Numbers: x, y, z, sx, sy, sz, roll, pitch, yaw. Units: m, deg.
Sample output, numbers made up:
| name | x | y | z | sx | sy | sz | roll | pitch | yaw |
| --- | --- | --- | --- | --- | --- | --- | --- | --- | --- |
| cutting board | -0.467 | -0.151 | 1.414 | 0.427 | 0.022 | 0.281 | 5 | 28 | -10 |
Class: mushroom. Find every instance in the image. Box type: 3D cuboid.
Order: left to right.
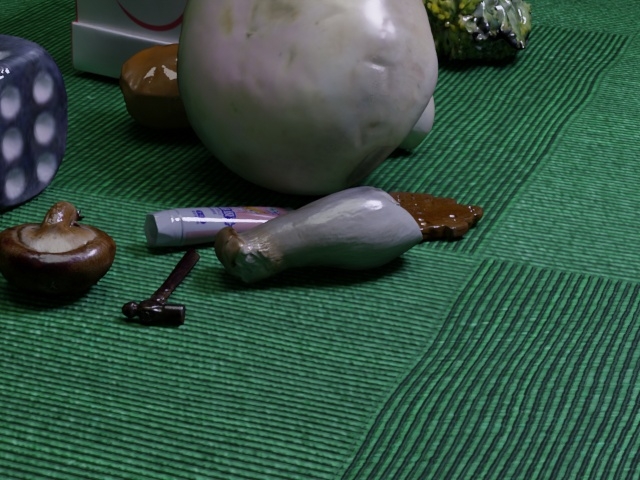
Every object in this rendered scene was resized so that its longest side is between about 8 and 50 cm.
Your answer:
| name | x | y | z | sx | sy | sz | roll | pitch | yaw |
| --- | --- | --- | --- | --- | --- | --- | --- | --- | --- |
| mushroom | -0.279 | 0.011 | 1.632 | 0.127 | 0.087 | 0.127 | 0 | 19 | 0 |
| mushroom | 0.000 | 0.000 | 1.689 | 0.225 | 0.093 | 0.116 | -20 | 15 | -23 |
| mushroom | 0.010 | -0.237 | 1.921 | 0.353 | 0.325 | 0.353 | 9 | 30 | -6 |

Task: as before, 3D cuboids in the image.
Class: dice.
| name | x | y | z | sx | sy | sz | roll | pitch | yaw |
| --- | --- | --- | --- | --- | --- | --- | --- | --- | --- |
| dice | -0.420 | -0.143 | 1.864 | 0.183 | 0.182 | 0.181 | 11 | 26 | 23 |

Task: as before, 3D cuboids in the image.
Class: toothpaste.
| name | x | y | z | sx | sy | sz | roll | pitch | yaw |
| --- | --- | --- | --- | --- | --- | --- | --- | --- | --- |
| toothpaste | -0.104 | -0.020 | 1.782 | 0.195 | 0.042 | 0.067 | -6 | 22 | -30 |

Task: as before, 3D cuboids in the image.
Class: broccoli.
| name | x | y | z | sx | sy | sz | roll | pitch | yaw |
| --- | --- | --- | --- | --- | --- | --- | --- | --- | --- |
| broccoli | 0.199 | -0.390 | 2.448 | 0.180 | 0.273 | 0.242 | -25 | 8 | 30 |

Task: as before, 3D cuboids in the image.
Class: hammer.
| name | x | y | z | sx | sy | sz | roll | pitch | yaw |
| --- | --- | --- | --- | --- | --- | --- | --- | --- | --- |
| hammer | -0.153 | 0.046 | 1.649 | 0.065 | 0.021 | 0.178 | 6 | 21 | 10 |

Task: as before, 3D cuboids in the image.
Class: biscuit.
| name | x | y | z | sx | sy | sz | roll | pitch | yaw |
| --- | --- | --- | --- | --- | --- | --- | --- | --- | --- |
| biscuit | 0.123 | -0.030 | 1.838 | 0.119 | 0.019 | 0.130 | -14 | 28 | -32 |

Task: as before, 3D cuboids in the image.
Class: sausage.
| name | x | y | z | sx | sy | sz | roll | pitch | yaw |
| --- | --- | --- | --- | --- | --- | --- | --- | --- | --- |
| sausage | -0.150 | -0.206 | 2.109 | 0.241 | 0.120 | 0.136 | -4 | 36 | -13 |

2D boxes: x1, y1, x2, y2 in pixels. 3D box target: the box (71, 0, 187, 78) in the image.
| name | x | y | z | sx | sy | sz | roll | pitch | yaw |
| --- | --- | --- | --- | --- | --- | --- | --- | --- | --- |
| box | -0.162 | -0.400 | 2.330 | 0.312 | 0.300 | 0.314 | 15 | 27 | 28 |
